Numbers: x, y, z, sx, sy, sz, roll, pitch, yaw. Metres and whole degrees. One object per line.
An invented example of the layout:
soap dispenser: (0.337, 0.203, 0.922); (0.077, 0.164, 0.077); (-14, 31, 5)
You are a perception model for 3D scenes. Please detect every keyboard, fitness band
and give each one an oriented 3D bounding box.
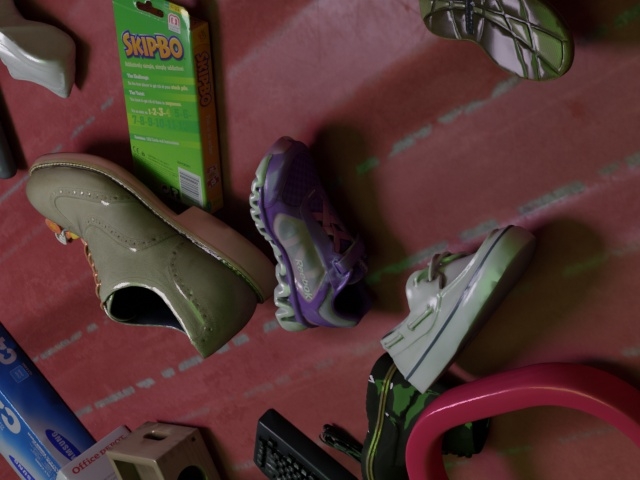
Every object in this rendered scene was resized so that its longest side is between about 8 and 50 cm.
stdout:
keyboard: (0.040, 0.319, 1.557); (0.317, 0.033, 0.202); (36, 138, 23)
fitness band: (0.215, 0.223, 1.243); (0.290, 0.054, 0.209); (-23, 102, 41)

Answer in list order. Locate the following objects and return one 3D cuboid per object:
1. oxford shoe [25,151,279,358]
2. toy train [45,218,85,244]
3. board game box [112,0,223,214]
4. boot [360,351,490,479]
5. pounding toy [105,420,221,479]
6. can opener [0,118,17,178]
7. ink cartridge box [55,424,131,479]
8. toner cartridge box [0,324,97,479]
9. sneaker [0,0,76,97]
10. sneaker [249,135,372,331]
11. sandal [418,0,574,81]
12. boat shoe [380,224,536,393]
oxford shoe: (-0.235, 0.009, 1.505); (0.397, 0.146, 0.140); (24, 158, 36)
toy train: (-0.314, 0.012, 1.699); (0.166, 0.046, 0.125); (34, 137, 25)
board game box: (-0.171, -0.160, 1.428); (0.124, 0.039, 0.260); (26, 136, 33)
boot: (0.118, 0.228, 1.376); (0.137, 0.077, 0.198); (19, 131, 31)
pounding toy: (-0.177, 0.363, 1.770); (0.181, 0.094, 0.206); (-3, 115, 49)
can opener: (-0.479, -0.211, 1.711); (0.093, 0.074, 0.280); (-125, 18, -69)
ink cartridge box: (-0.296, 0.395, 1.896); (0.176, 0.128, 0.127); (45, 142, 15)
toner cartridge box: (-0.497, 0.267, 2.063); (0.348, 0.075, 0.165); (49, 143, 9)
sneaker: (-0.386, -0.246, 1.571); (0.212, 0.080, 0.094); (38, 151, 20)
sneaker: (0.000, 0.000, 1.324); (0.104, 0.095, 0.236); (13, 131, 33)
sandal: (0.150, -0.186, 1.058); (0.180, 0.049, 0.072); (33, 134, 48)
boat shoe: (0.120, 0.058, 1.226); (0.084, 0.095, 0.258); (41, 139, 11)
